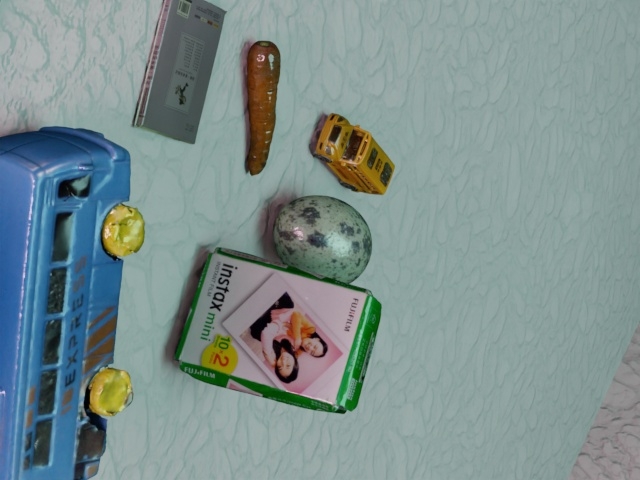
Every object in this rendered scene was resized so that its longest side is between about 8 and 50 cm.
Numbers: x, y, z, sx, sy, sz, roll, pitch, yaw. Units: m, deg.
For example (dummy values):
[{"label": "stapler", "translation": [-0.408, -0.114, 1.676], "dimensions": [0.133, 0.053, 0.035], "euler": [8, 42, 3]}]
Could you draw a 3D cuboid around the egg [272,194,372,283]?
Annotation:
[{"label": "egg", "translation": [0.000, 0.000, 2.123], "dimensions": [0.172, 0.132, 0.132], "euler": [30, 75, -48]}]

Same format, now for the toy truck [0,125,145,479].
[{"label": "toy truck", "translation": [-0.303, 0.072, 1.593], "dimensions": [0.162, 0.161, 0.385], "euler": [-6, 109, -50]}]

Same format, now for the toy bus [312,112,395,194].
[{"label": "toy bus", "translation": [0.053, -0.127, 2.219], "dimensions": [0.162, 0.074, 0.070], "euler": [44, 65, -59]}]

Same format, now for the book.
[{"label": "book", "translation": [-0.173, -0.217, 1.843], "dimensions": [0.127, 0.014, 0.182], "euler": [15, 88, -61]}]

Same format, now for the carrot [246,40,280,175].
[{"label": "carrot", "translation": [-0.081, -0.179, 2.000], "dimensions": [0.047, 0.047, 0.191], "euler": [-34, 136, -51]}]

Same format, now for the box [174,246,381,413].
[{"label": "box", "translation": [-0.055, 0.124, 1.961], "dimensions": [0.103, 0.250, 0.180], "euler": [54, 52, -73]}]
